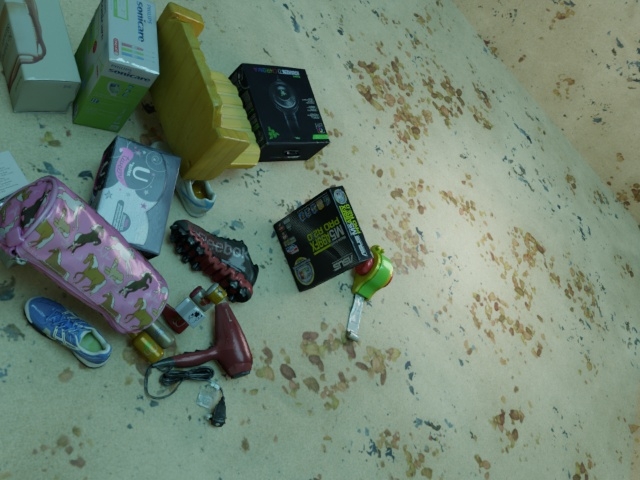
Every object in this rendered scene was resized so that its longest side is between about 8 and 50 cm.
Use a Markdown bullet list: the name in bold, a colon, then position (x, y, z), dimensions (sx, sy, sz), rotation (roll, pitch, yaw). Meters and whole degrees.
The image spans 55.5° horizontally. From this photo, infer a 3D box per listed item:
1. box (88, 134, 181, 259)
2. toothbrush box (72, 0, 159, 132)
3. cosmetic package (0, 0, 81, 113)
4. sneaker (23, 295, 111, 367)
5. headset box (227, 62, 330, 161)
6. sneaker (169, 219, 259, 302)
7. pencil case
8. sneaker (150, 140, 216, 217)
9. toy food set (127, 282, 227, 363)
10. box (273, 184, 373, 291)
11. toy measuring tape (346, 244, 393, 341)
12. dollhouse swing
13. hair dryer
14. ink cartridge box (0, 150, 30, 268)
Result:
- **box**: position (-0.444, -0.093, 1.418), dimensions (0.163, 0.142, 0.247), rotation (18, 71, -29)
- **toothbrush box**: position (-0.502, -0.426, 1.473), dimensions (0.122, 0.283, 0.206), rotation (8, 66, -37)
- **cosmetic package**: position (-0.681, -0.467, 1.440), dimensions (0.129, 0.153, 0.296), rotation (-10, 74, -40)
- **sneaker**: position (-0.529, 0.186, 1.293), dimensions (0.211, 0.081, 0.080), rotation (40, 51, -15)
- **headset box**: position (-0.132, -0.375, 1.851), dimensions (0.246, 0.131, 0.282), rotation (-7, 74, -40)
- **sneaker**: position (-0.265, 0.033, 1.571), dimensions (0.276, 0.098, 0.135), rotation (44, 49, -16)
- **pencil case**: position (-0.465, 0.044, 1.225), dimensions (0.167, 0.160, 0.386), rotation (-43, 139, -7)
- **sneaker**: position (-0.357, -0.174, 1.599), dimensions (0.228, 0.092, 0.087), rotation (52, 49, -5)
- **toy food set**: position (-0.340, 0.166, 1.424), dimensions (0.232, 0.111, 0.104), rotation (-43, 100, -11)
- **box**: position (0.000, 0.000, 1.682), dimensions (0.060, 0.270, 0.216), rotation (-14, 79, -43)
- **toy measuring tape**: position (0.153, 0.144, 1.844), dimensions (0.121, 0.121, 0.330), rotation (32, 52, -23)
- **dollhouse swing**: position (-0.246, -0.363, 1.546), dimensions (0.305, 0.315, 0.346), rotation (-14, 78, -40)
- **hair dryer**: position (-0.266, 0.276, 1.463), dimensions (0.224, 0.080, 0.293), rotation (35, 51, -20)
- **ink cartridge box**: position (-0.651, -0.063, 1.268), dimensions (0.086, 0.148, 0.203), rotation (-32, 91, -44)
